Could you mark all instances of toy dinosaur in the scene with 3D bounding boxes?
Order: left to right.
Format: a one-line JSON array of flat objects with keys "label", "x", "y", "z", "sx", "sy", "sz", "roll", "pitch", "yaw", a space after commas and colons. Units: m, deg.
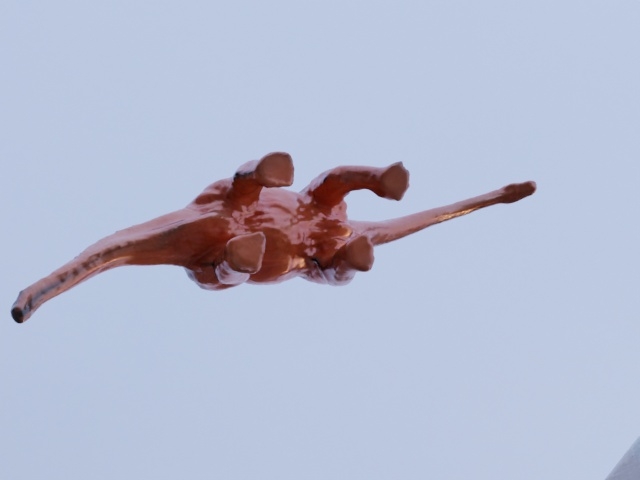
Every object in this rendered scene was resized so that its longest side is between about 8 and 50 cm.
[{"label": "toy dinosaur", "x": -0.001, "y": -0.006, "z": 0.551, "sx": 0.101, "sy": 0.279, "sz": 0.055, "roll": -14, "pitch": -98, "yaw": 60}]

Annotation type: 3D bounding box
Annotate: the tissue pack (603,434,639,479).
[{"label": "tissue pack", "x": 0.213, "y": 0.287, "z": 0.903, "sx": 0.170, "sy": 0.325, "sz": 0.071, "roll": 26, "pitch": -31, "yaw": 39}]
